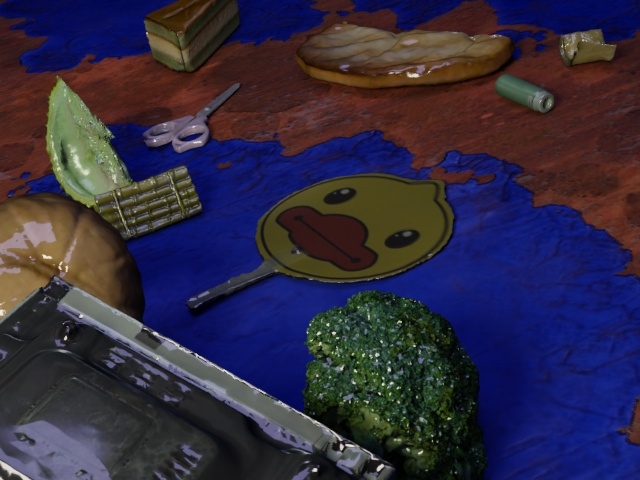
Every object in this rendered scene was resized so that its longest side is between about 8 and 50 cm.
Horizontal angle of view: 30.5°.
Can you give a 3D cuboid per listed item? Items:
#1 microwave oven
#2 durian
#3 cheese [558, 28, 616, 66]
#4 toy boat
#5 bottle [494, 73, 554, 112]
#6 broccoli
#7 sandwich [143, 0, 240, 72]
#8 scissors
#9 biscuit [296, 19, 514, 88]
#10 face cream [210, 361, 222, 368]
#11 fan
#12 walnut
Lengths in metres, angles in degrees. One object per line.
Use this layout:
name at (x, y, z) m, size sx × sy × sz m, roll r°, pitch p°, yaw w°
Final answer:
microwave oven at (-0.131, 0.190, 0.796) m, size 0.295 × 0.181 × 0.237 m, roll 27°, pitch 45°, yaw 18°
durian at (-0.276, -0.095, 1.431) m, size 0.086 × 0.100 × 0.215 m, roll -28°, pitch 80°, yaw -25°
cheese at (0.347, -0.246, 1.518) m, size 0.060 × 0.041 × 0.084 m, roll -6°, pitch 17°, yaw -4°
toy boat at (-0.201, -0.042, 1.373) m, size 0.115 × 0.063 × 0.016 m, roll -21°, pitch -4°, yaw -11°
bottle at (0.254, -0.183, 1.461) m, size 0.030 × 0.030 × 0.083 m, roll -27°, pitch 36°, yaw -22°
broccoli at (0.058, 0.127, 0.951) m, size 0.195 × 0.156 × 0.195 m, roll 25°, pitch 16°, yaw -8°
sandwich at (-0.168, -0.322, 1.780) m, size 0.163 × 0.079 × 0.113 m, roll -27°, pitch 37°, yaw -24°
scissors at (-0.162, -0.172, 1.605) m, size 0.100 × 0.015 × 0.189 m, roll 10°, pitch 36°, yaw 29°
biscuit at (0.104, -0.249, 1.602) m, size 0.299 × 0.045 × 0.154 m, roll 11°, pitch 38°, yaw 31°
face cream at (-0.198, 0.194, 0.977) m, size 0.092 × 0.092 × 0.311 m, roll 20°, pitch 45°, yaw 40°
fan at (0.000, 0.001, 1.282) m, size 0.335 × 0.011 × 0.229 m, roll -25°, pitch 34°, yaw -22°
walnut at (-0.271, 0.070, 1.068) m, size 0.225 × 0.225 × 0.261 m, roll -41°, pitch 3°, yaw -37°
